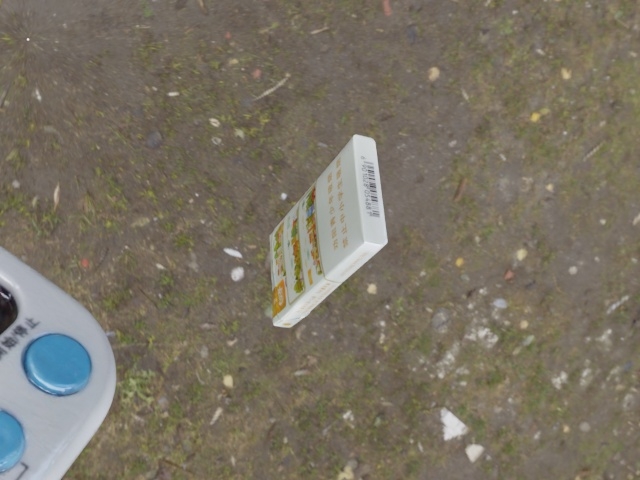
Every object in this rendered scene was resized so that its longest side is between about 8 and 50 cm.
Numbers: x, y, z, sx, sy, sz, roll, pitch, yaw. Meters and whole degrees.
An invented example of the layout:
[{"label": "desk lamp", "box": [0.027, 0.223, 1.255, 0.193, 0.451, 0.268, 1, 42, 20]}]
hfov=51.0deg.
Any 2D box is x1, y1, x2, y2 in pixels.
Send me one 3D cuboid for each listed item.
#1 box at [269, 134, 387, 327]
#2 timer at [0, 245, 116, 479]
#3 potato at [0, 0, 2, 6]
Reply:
[{"label": "box", "box": [-0.001, 0.000, 0.712, 0.032, 0.220, 0.122, 9, 60, -25]}, {"label": "timer", "box": [-0.275, 0.101, 0.427, 0.237, 0.262, 0.087, 36, 125, -4]}, {"label": "potato", "box": [-0.421, -0.289, 0.676, 0.195, 0.369, 0.177, 44, 60, -34]}]
